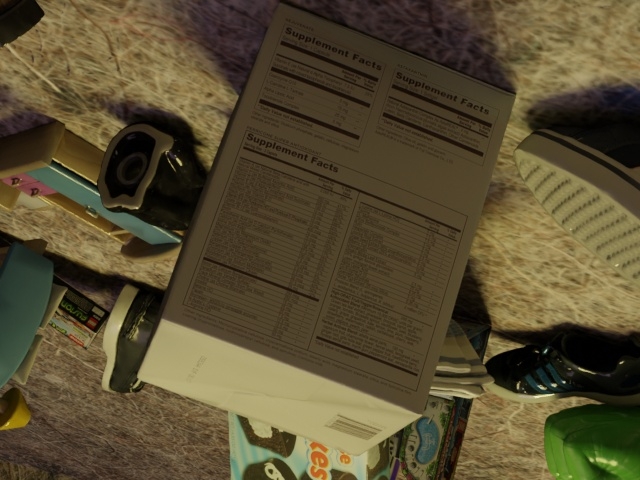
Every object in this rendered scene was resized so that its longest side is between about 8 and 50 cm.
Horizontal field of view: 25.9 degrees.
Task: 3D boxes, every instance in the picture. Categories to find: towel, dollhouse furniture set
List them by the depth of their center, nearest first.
[{"bbox_3d":[0.028,0.076,1.300,0.209,0.034,0.285,7,-165,-10],"label":"towel"},{"bbox_3d":[-0.311,0.067,1.475,0.198,0.303,0.286,33,156,-32],"label":"dollhouse furniture set"}]

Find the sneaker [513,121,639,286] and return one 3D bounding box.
[{"bbox_3d":[0.293,-0.017,1.012,0.321,0.127,0.126,35,166,35],"label":"sneaker"}]

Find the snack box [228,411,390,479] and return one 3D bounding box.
[{"bbox_3d":[-0.015,0.183,1.555,0.187,0.322,0.060,10,-157,30],"label":"snack box"}]

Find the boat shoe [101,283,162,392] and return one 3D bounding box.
[{"bbox_3d":[-0.242,0.157,1.922,0.091,0.114,0.302,24,161,4],"label":"boat shoe"}]

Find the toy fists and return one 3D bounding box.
[{"bbox_3d":[0.320,0.227,1.519,0.142,0.096,0.279,4,178,15],"label":"toy fists"}]

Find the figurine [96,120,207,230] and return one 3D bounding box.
[{"bbox_3d":[-0.068,-0.033,1.340,0.214,0.092,0.209,6,165,30],"label":"figurine"}]

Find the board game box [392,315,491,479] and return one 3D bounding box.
[{"bbox_3d":[0.118,0.160,1.441,0.060,0.194,0.194,13,171,15],"label":"board game box"}]

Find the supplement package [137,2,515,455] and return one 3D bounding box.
[{"bbox_3d":[0.000,0.000,1.081,0.198,0.263,0.199,21,160,-6],"label":"supplement package"}]

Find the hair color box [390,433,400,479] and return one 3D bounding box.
[{"bbox_3d":[0.032,0.246,1.807,0.110,0.185,0.339,20,160,-4],"label":"hair color box"}]

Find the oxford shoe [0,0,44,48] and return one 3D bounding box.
[{"bbox_3d":[-0.314,-0.203,1.134,0.227,0.083,0.096,-1,130,47],"label":"oxford shoe"}]

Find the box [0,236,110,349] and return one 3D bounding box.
[{"bbox_3d":[-0.378,0.063,1.842,0.207,0.036,0.114,35,158,-3],"label":"box"}]

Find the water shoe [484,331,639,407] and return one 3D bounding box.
[{"bbox_3d":[0.261,0.126,1.489,0.203,0.073,0.080,-1,132,32],"label":"water shoe"}]
